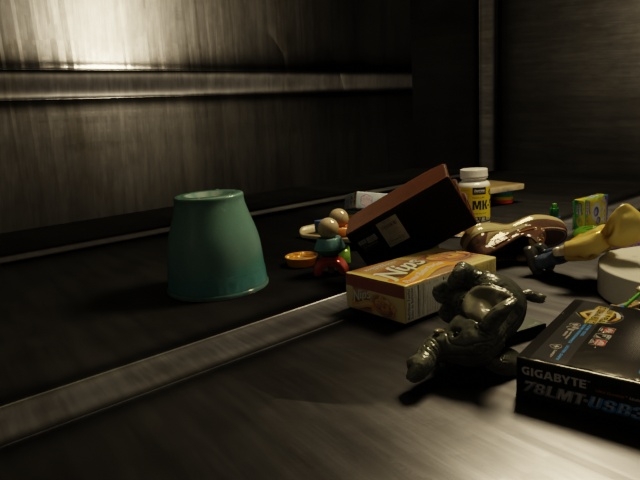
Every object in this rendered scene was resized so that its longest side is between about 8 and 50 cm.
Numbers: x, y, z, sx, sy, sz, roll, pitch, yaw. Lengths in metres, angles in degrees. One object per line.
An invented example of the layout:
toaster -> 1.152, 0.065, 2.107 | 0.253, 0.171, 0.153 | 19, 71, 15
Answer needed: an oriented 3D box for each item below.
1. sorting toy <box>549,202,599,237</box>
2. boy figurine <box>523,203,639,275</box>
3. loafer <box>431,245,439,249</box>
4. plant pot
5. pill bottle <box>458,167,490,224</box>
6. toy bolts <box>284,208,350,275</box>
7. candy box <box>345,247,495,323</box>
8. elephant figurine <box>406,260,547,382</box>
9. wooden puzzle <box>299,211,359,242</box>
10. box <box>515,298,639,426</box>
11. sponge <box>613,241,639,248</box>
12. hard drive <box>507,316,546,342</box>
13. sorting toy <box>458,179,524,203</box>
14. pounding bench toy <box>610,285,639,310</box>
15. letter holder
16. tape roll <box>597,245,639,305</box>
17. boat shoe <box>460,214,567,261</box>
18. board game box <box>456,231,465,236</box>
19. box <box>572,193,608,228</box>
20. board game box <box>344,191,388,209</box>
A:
sorting toy -> 0.880, -0.065, 1.721 | 0.365, 0.126, 0.127 | 8, 17, 41
boy figurine -> 0.621, 0.005, 1.309 | 0.177, 0.092, 0.285 | -13, -14, -33
loafer -> 0.278, 0.010, 1.613 | 0.092, 0.102, 0.268 | 2, 13, -2
plant pot -> -0.283, -0.001, 1.471 | 0.271, 0.255, 0.272 | -3, 12, 1
pill bottle -> 0.571, -0.163, 2.060 | 0.119, 0.209, 0.119 | -4, 12, 1
toy bolts -> 0.000, 0.000, 1.603 | 0.218, 0.159, 0.228 | -4, 12, -1
candy box -> 0.234, 0.093, 1.270 | 0.316, 0.088, 0.182 | -13, 14, -37
elephant figurine -> 0.264, 0.153, 0.919 | 0.169, 0.186, 0.239 | 38, 25, -6
wooden puzzle -> 0.142, -0.055, 1.998 | 0.322, 0.081, 0.347 | -12, 15, -35
box -> 0.492, 0.183, 0.834 | 0.293, 0.074, 0.295 | 6, 16, 41
sponge -> 0.813, 0.007, 1.470 | 0.117, 0.031, 0.210 | -10, -7, 33
hard drive -> 0.354, 0.161, 1.080 | 0.094, 0.022, 0.135 | -9, 14, -25
sorting toy -> 0.736, -0.211, 2.513 | 0.257, 0.090, 0.255 | -9, 14, -26
pounding bench toy -> 0.570, 0.129, 1.016 | 0.065, 0.083, 0.052 | -9, 14, -25
letter holder -> 0.239, -0.074, 1.496 | 0.301, 0.152, 0.214 | -30, 20, 19
tape roll -> 0.801, 0.085, 1.179 | 0.391, 0.072, 0.392 | -4, 12, 1
boat shoe -> 0.562, 0.013, 1.546 | 0.341, 0.123, 0.123 | -3, 41, -22
board game box -> 0.425, -0.055, 1.933 | 0.168, 0.033, 0.133 | 9, 18, -3
box -> 0.926, -0.099, 1.907 | 0.179, 0.105, 0.043 | -13, 14, -33
board game box -> 0.271, -0.141, 2.168 | 0.317, 0.066, 0.318 | 4, 2, -5
